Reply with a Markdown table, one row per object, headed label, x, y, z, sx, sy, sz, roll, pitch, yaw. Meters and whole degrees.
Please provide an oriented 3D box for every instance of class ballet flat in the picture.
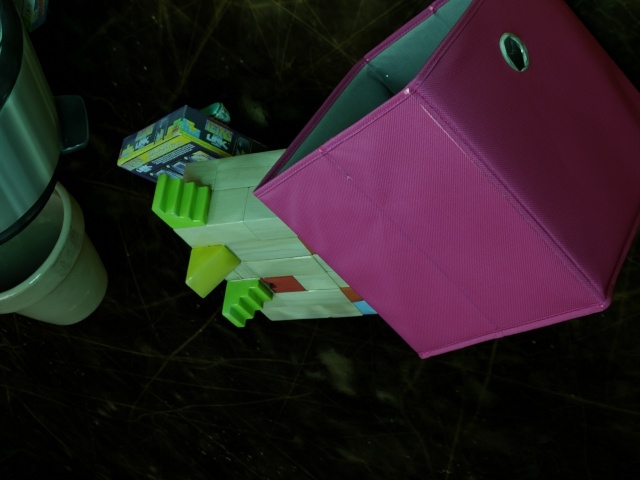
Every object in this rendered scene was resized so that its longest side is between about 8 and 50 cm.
| label | x | y | z | sx | sy | sz | roll | pitch | yaw |
| --- | --- | --- | --- | --- | --- | --- | --- | --- | --- |
| ballet flat | -0.167 | -0.164 | 1.197 | 0.114 | 0.041 | 0.041 | -3 | 130 | 43 |

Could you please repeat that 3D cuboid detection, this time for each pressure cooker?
| label | x | y | z | sx | sy | sz | roll | pitch | yaw |
| --- | --- | --- | --- | --- | --- | --- | --- | --- | --- |
| pressure cooker | -0.565 | -0.168 | 1.209 | 0.370 | 0.375 | 0.420 | 30 | 159 | 9 |

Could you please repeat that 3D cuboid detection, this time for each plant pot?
| label | x | y | z | sx | sy | sz | roll | pitch | yaw |
| --- | --- | --- | --- | --- | --- | --- | --- | --- | --- |
| plant pot | -0.507 | 0.042 | 1.570 | 0.263 | 0.263 | 0.229 | 13 | 157 | 29 |

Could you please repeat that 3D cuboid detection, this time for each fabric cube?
| label | x | y | z | sx | sy | sz | roll | pitch | yaw |
| --- | --- | --- | --- | --- | --- | --- | --- | --- | --- |
| fabric cube | 0.144 | -0.077 | 0.851 | 0.258 | 0.254 | 0.259 | 46 | 143 | -13 |

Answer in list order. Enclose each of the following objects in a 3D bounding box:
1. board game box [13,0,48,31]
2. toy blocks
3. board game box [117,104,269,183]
| label | x | y | z | sx | sy | sz | roll | pitch | yaw |
| --- | --- | --- | --- | --- | --- | --- | --- | --- | --- |
| board game box | -0.422 | -0.390 | 1.149 | 0.136 | 0.035 | 0.201 | 36 | 145 | -1 |
| toy blocks | 0.000 | 0.000 | 1.114 | 0.261 | 0.190 | 0.381 | -5 | 151 | 21 |
| board game box | -0.179 | -0.117 | 1.203 | 0.141 | 0.048 | 0.170 | 26 | 153 | -35 |
